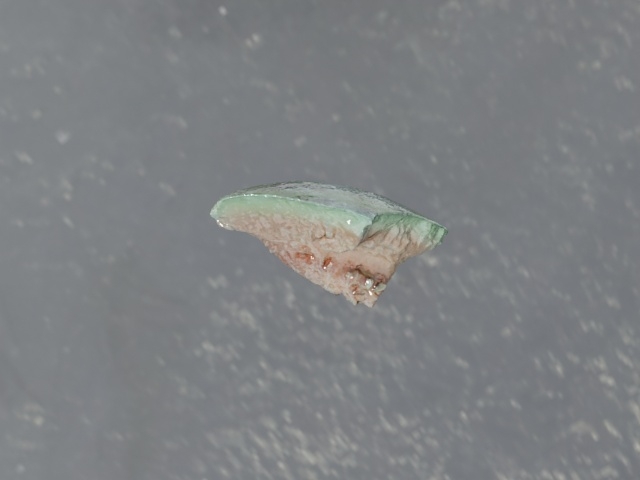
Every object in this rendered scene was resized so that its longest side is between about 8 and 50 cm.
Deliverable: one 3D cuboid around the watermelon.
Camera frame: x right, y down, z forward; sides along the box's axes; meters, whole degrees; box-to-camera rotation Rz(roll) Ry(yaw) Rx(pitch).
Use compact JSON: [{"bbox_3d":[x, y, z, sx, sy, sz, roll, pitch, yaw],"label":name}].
[{"bbox_3d":[-0.001,-0.011,1.326,0.155,0.101,0.080,27,91,11],"label":"watermelon"}]
